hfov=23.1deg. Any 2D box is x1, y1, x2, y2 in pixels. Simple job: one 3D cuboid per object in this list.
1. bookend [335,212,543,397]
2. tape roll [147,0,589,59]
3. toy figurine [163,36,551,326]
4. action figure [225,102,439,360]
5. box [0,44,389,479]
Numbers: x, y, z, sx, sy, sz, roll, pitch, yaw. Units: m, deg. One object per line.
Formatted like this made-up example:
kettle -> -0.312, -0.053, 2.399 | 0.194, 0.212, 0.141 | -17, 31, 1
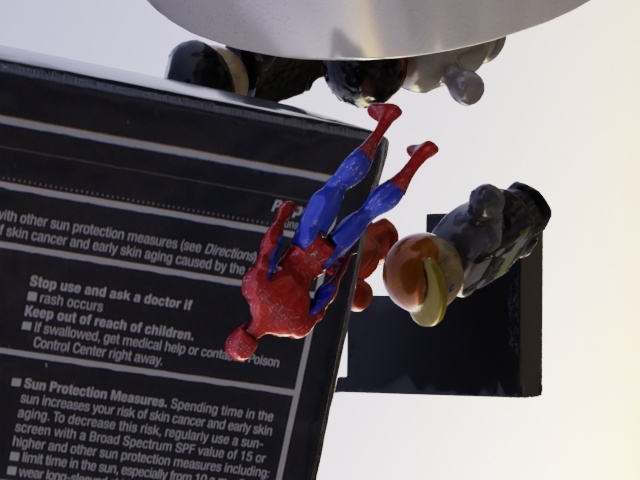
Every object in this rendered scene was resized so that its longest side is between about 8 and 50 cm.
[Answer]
bookend -> 0.093, 0.046, 1.244 | 0.072, 0.157, 0.156 | 11, -101, -68
tape roll -> 0.022, -0.208, 0.624 | 0.246, 0.246, 0.169 | -70, -23, -46
toy figurine -> 0.019, -0.050, 0.979 | 0.148, 0.210, 0.213 | -25, -72, -43
action figure -> 0.000, 0.000, 0.593 | 0.038, 0.030, 0.115 | 47, -115, -22
box -> -0.153, 0.056, 0.746 | 0.183, 0.296, 0.294 | -142, 63, -73
